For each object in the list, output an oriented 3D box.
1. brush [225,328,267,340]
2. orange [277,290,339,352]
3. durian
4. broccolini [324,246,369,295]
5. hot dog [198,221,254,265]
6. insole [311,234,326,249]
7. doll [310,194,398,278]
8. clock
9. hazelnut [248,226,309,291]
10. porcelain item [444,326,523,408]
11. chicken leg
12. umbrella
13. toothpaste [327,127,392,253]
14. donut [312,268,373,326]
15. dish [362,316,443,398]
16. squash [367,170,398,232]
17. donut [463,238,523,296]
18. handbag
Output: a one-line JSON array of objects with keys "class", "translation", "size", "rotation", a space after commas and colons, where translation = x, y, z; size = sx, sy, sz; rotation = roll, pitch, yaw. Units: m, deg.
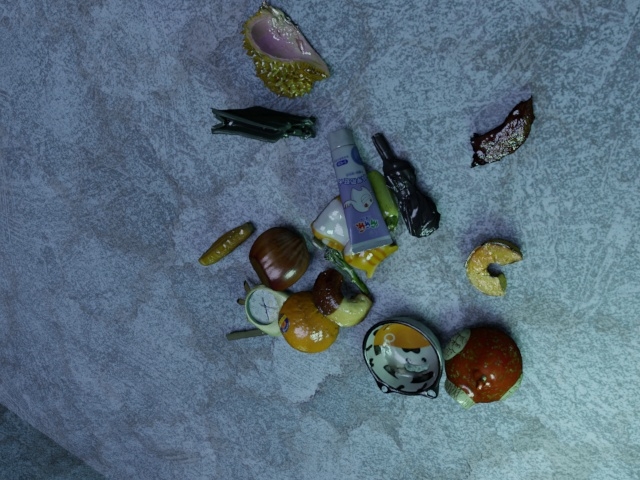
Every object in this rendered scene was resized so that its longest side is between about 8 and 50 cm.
[{"class": "brush", "translation": [-0.287, 0.366, 2.230], "size": [0.191, 0.027, 0.034], "rotation": [-13, 107, 25]}, {"class": "orange", "translation": [-0.040, 0.281, 1.939], "size": [0.219, 0.219, 0.193], "rotation": [32, 130, 14]}, {"class": "durian", "translation": [-0.130, -0.535, 1.725], "size": [0.305, 0.185, 0.195], "rotation": [42, 148, -2]}, {"class": "broccolini", "translation": [0.087, 0.104, 1.890], "size": [0.067, 0.058, 0.216], "rotation": [-33, 93, 31]}, {"class": "hot dog", "translation": [-0.347, 0.019, 2.086], "size": [0.289, 0.083, 0.068], "rotation": [-30, 113, 35]}, {"class": "insole", "translation": [0.000, 0.000, 1.820], "size": [0.063, 0.192, 0.010], "rotation": [39, 101, 1]}, {"class": "doll", "translation": [0.095, -0.019, 1.774], "size": [0.269, 0.162, 0.166], "rotation": [45, 105, 12]}, {"class": "clock", "translation": [-0.207, 0.235, 2.082], "size": [0.232, 0.069, 0.169], "rotation": [26, 105, 18]}, {"class": "hazelnut", "translation": [-0.136, 0.065, 1.936], "size": [0.210, 0.210, 0.186], "rotation": [33, 146, 13]}, {"class": "porcelain item", "translation": [0.479, 0.388, 1.689], "size": [0.253, 0.253, 0.252], "rotation": [11, 115, 25]}, {"class": "chicken leg", "translation": [0.485, -0.277, 1.508], "size": [0.234, 0.063, 0.105], "rotation": [-35, 96, 33]}, {"class": "umbrella", "translation": [0.242, -0.165, 1.673], "size": [0.118, 0.118, 0.340], "rotation": [-33, 83, 35]}, {"class": "toothpaste", "translation": [0.106, -0.150, 1.697], "size": [0.125, 0.080, 0.370], "rotation": [-14, 83, -9]}, {"class": "donut", "translation": [0.073, 0.196, 1.873], "size": [0.217, 0.141, 0.085], "rotation": [36, 141, -4]}, {"class": "dish", "translation": [0.284, 0.363, 1.850], "size": [0.303, 0.120, 0.302], "rotation": [12, 116, 26]}, {"class": "squash", "translation": [0.194, -0.112, 1.732], "size": [0.090, 0.075, 0.200], "rotation": [-33, 70, 17]}, {"class": "donut", "translation": [0.498, 0.068, 1.639], "size": [0.146, 0.078, 0.181], "rotation": [25, 127, 19]}, {"class": "handbag", "translation": [-0.171, -0.354, 1.726], "size": [0.260, 0.248, 0.079], "rotation": [15, 111, 25]}]
